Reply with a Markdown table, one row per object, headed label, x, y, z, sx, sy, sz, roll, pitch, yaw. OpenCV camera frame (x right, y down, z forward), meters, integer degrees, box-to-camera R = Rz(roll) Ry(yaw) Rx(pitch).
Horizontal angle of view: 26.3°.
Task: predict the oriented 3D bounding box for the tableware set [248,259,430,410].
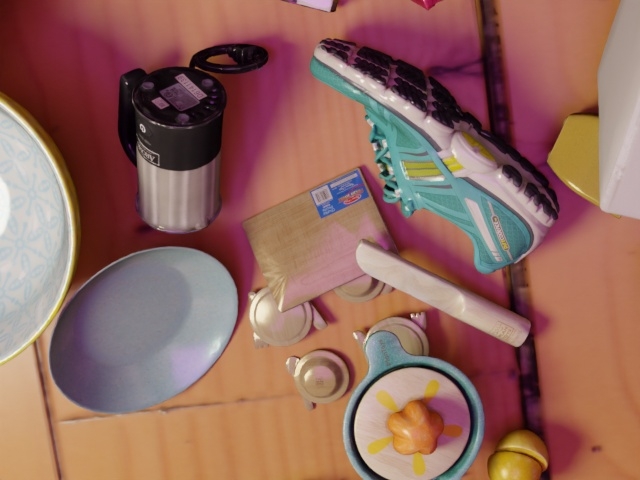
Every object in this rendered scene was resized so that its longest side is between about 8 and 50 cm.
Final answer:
| label | x | y | z | sx | sy | sz | roll | pitch | yaw |
| --- | --- | --- | --- | --- | --- | --- | --- | --- | --- |
| tableware set | 0.018 | 0.087 | 1.335 | 0.169 | 0.020 | 0.141 | -23 | 98 | 12 |

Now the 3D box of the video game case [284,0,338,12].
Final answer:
| label | x | y | z | sx | sy | sz | roll | pitch | yaw |
| --- | --- | --- | --- | --- | --- | --- | --- | --- | --- |
| video game case | -0.074 | -0.336 | 1.244 | 0.232 | 0.042 | 0.210 | 16 | 101 | 3 |

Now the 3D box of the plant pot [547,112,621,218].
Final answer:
| label | x | y | z | sx | sy | sz | roll | pitch | yaw |
| --- | --- | --- | --- | --- | --- | --- | --- | --- | --- |
| plant pot | 0.254 | -0.078 | 1.246 | 0.083 | 0.081 | 0.081 | 27 | 104 | 11 |

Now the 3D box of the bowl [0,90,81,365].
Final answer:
| label | x | y | z | sx | sy | sz | roll | pitch | yaw |
| --- | --- | --- | --- | --- | --- | --- | --- | --- | --- |
| bowl | -0.349 | -0.025 | 1.281 | 0.290 | 0.156 | 0.289 | 1 | 101 | 6 |

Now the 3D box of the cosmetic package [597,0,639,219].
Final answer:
| label | x | y | z | sx | sy | sz | roll | pitch | yaw |
| --- | --- | --- | --- | --- | --- | --- | --- | --- | --- |
| cosmetic package | 0.466 | -0.097 | 1.114 | 0.453 | 0.230 | 0.161 | 13 | 128 | 2 |

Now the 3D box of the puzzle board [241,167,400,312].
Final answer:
| label | x | y | z | sx | sy | sz | roll | pitch | yaw |
| --- | --- | --- | --- | --- | --- | --- | --- | --- | --- |
| puzzle board | 0.000 | 0.000 | 1.312 | 0.128 | 0.011 | 0.096 | -25 | 81 | 10 |

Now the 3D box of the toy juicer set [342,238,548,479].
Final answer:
| label | x | y | z | sx | sy | sz | roll | pitch | yaw |
| --- | --- | --- | --- | --- | --- | --- | --- | --- | --- |
| toy juicer set | 0.121 | 0.173 | 1.280 | 0.209 | 0.089 | 0.329 | 5 | 96 | -10 |

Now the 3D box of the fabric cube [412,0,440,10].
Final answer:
| label | x | y | z | sx | sy | sz | roll | pitch | yaw |
| --- | --- | --- | --- | --- | --- | --- | --- | --- | --- |
| fabric cube | 0.123 | -0.359 | 1.084 | 0.258 | 0.259 | 0.254 | -30 | 104 | 4 |

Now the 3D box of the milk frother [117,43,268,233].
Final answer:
| label | x | y | z | sx | sy | sz | roll | pitch | yaw |
| --- | --- | --- | --- | --- | --- | --- | --- | --- | --- |
| milk frother | -0.110 | -0.103 | 1.275 | 0.143 | 0.129 | 0.134 | -14 | 140 | -19 |

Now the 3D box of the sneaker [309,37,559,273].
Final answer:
| label | x | y | z | sx | sy | sz | roll | pitch | yaw |
| --- | --- | --- | --- | --- | --- | --- | --- | --- | --- |
| sneaker | 0.090 | -0.077 | 1.254 | 0.275 | 0.107 | 0.110 | 42 | 112 | -3 |

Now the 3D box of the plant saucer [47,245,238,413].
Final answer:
| label | x | y | z | sx | sy | sz | roll | pitch | yaw |
| --- | --- | --- | --- | --- | --- | --- | --- | --- | --- |
| plant saucer | -0.172 | 0.078 | 1.306 | 0.195 | 0.037 | 0.195 | -19 | 132 | -22 |
